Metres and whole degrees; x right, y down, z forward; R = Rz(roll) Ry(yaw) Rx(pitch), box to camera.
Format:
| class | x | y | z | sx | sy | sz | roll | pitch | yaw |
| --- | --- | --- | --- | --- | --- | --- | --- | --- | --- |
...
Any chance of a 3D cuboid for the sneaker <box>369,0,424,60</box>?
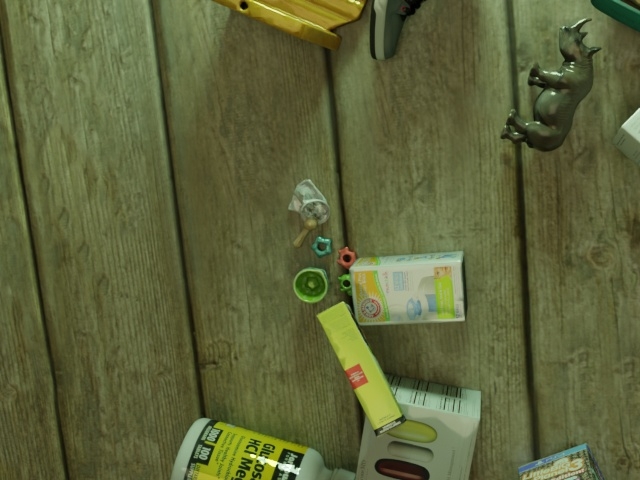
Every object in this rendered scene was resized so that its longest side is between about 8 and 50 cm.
| class | x | y | z | sx | sy | sz | roll | pitch | yaw |
| --- | --- | --- | --- | --- | --- | --- | --- | --- | --- |
| sneaker | 0.191 | -0.443 | 1.452 | 0.178 | 0.124 | 0.296 | 14 | 112 | 8 |

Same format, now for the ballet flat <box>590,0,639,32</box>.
| class | x | y | z | sx | sy | sz | roll | pitch | yaw |
| --- | --- | --- | --- | --- | --- | --- | --- | --- | --- |
| ballet flat | 0.608 | -0.351 | 1.384 | 0.348 | 0.123 | 0.123 | 36 | 105 | 4 |

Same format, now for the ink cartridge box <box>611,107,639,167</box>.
| class | x | y | z | sx | sy | sz | roll | pitch | yaw |
| --- | --- | --- | --- | --- | --- | --- | --- | --- | --- |
| ink cartridge box | 0.619 | -0.154 | 1.383 | 0.160 | 0.092 | 0.219 | -45 | 76 | -2 |

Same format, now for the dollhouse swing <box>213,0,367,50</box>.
| class | x | y | z | sx | sy | sz | roll | pitch | yaw |
| --- | --- | --- | --- | --- | --- | --- | --- | --- | --- |
| dollhouse swing | -0.060 | -0.534 | 1.391 | 0.315 | 0.305 | 0.347 | 25 | 103 | 7 |

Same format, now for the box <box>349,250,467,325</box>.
| class | x | y | z | sx | sy | sz | roll | pitch | yaw |
| --- | --- | --- | --- | --- | --- | --- | --- | --- | --- |
| box | 0.164 | 0.088 | 1.559 | 0.203 | 0.103 | 0.114 | -3 | 99 | 13 |

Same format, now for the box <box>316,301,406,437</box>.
| class | x | y | z | sx | sy | sz | roll | pitch | yaw |
| --- | --- | --- | --- | --- | --- | --- | --- | --- | --- |
| box | 0.073 | 0.223 | 1.480 | 0.058 | 0.087 | 0.232 | -27 | 80 | 4 |

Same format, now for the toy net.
| class | x | y | z | sx | sy | sz | roll | pitch | yaw |
| --- | --- | --- | --- | --- | --- | --- | --- | --- | --- |
| toy net | 0.000 | 0.000 | 1.609 | 0.122 | 0.045 | 0.232 | -6 | 99 | 13 |

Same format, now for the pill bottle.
| class | x | y | z | sx | sy | sz | roll | pitch | yaw |
| --- | --- | --- | --- | --- | --- | --- | --- | --- | --- |
| pill bottle | -0.108 | 0.476 | 1.646 | 0.333 | 0.188 | 0.188 | 13 | 103 | 9 |

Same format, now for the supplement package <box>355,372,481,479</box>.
| class | x | y | z | sx | sy | sz | roll | pitch | yaw |
| --- | --- | --- | --- | --- | --- | --- | --- | --- | --- |
| supplement package | 0.183 | 0.374 | 1.584 | 0.203 | 0.149 | 0.194 | 9 | 101 | 10 |

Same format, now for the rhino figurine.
| class | x | y | z | sx | sy | sz | roll | pitch | yaw |
| --- | --- | --- | --- | --- | --- | --- | --- | --- | --- |
| rhino figurine | 0.408 | -0.266 | 1.458 | 0.106 | 0.073 | 0.243 | 26 | 103 | 10 |

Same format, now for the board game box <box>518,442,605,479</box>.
| class | x | y | z | sx | sy | sz | roll | pitch | yaw |
| --- | --- | --- | --- | --- | --- | --- | --- | --- | --- |
| board game box | 0.457 | 0.535 | 1.481 | 0.141 | 0.291 | 0.232 | -25 | 94 | 16 |
